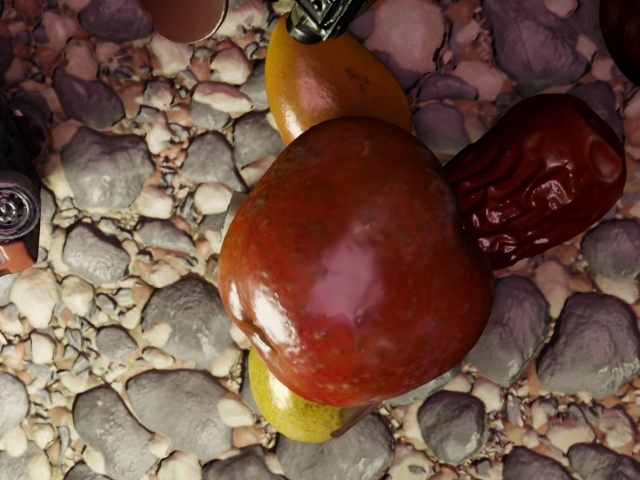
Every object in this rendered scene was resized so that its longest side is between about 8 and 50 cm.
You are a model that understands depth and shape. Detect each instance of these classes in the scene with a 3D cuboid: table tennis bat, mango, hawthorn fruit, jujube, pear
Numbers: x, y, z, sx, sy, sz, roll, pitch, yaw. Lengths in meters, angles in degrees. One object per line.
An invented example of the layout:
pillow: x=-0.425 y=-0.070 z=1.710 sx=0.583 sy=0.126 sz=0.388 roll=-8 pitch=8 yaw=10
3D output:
table tennis bat: x=-0.176 y=-0.319 z=1.551 sx=0.131 sy=0.022 sz=0.234 roll=-21 pitch=99 yaw=41
mango: x=0.016 y=-0.152 z=1.578 sx=0.141 sy=0.102 sz=0.217 roll=-28 pitch=106 yaw=4
hawthorn fruit: x=0.040 y=0.026 z=1.469 sx=0.284 sy=0.284 sz=0.284 roll=1 pitch=107 yaw=2
jujube: x=0.215 y=-0.059 z=1.578 sx=0.230 sy=0.155 sz=0.155 roll=-31 pitch=104 yaw=21
pear: x=0.000 y=0.147 z=1.642 sx=0.178 sy=0.178 sz=0.178 roll=1 pitch=107 yaw=2

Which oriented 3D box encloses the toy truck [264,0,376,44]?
toy truck: x=-0.034 y=-0.337 z=1.500 sx=0.257 sy=0.127 sz=0.127 roll=47 pitch=61 yaw=4

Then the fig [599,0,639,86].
fig: x=0.456 y=-0.228 z=1.502 sx=0.321 sy=0.217 sz=0.216 roll=10 pitch=108 yaw=-20

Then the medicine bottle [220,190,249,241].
medicine bottle: x=0.000 y=0.000 z=1.643 sx=0.218 sy=0.074 sz=0.073 roll=15 pitch=107 yaw=0

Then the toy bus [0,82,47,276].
toy bus: x=-0.442 y=-0.153 z=1.496 sx=0.233 sy=0.203 sz=0.426 roll=-18 pitch=121 yaw=2
